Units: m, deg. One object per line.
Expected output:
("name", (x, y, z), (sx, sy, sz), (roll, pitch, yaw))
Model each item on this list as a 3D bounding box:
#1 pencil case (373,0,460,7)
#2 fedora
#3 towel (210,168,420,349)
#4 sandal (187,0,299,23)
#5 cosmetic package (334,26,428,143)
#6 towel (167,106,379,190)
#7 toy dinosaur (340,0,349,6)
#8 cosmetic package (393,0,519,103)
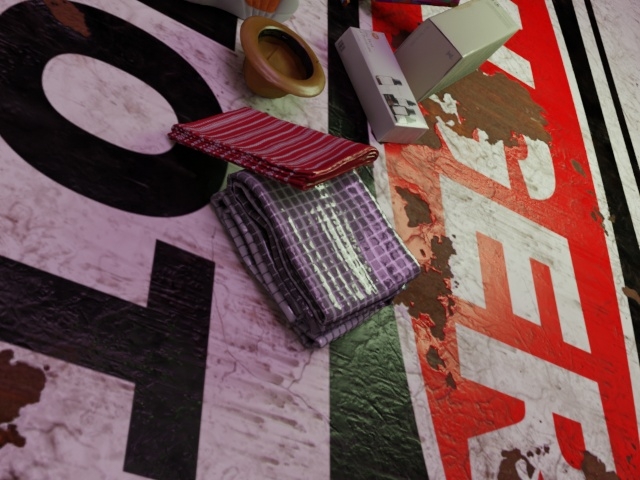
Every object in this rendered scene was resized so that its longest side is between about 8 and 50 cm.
("pencil case", (0.191, -0.552, 1.936), (0.236, 0.104, 0.104), (3, 49, 2))
("fedora", (-0.080, -0.303, 1.591), (0.194, 0.079, 0.194), (29, 38, -26))
("towel", (0.000, 0.000, 1.392), (0.235, 0.121, 0.284), (-22, 76, -48))
("sandal", (-0.154, -0.464, 1.635), (0.265, 0.102, 0.076), (8, 57, -35))
("cosmetic package", (0.119, -0.304, 1.786), (0.099, 0.060, 0.239), (0, 60, -43))
("towel", (-0.070, -0.150, 1.396), (0.274, 0.031, 0.199), (22, 29, 29))
("toy dinosaur", (0.051, -0.530, 1.921), (0.090, 0.047, 0.082), (-9, 84, -56))
("cosmetic package", (0.283, -0.413, 1.943), (0.113, 0.160, 0.309), (51, 39, 4))
